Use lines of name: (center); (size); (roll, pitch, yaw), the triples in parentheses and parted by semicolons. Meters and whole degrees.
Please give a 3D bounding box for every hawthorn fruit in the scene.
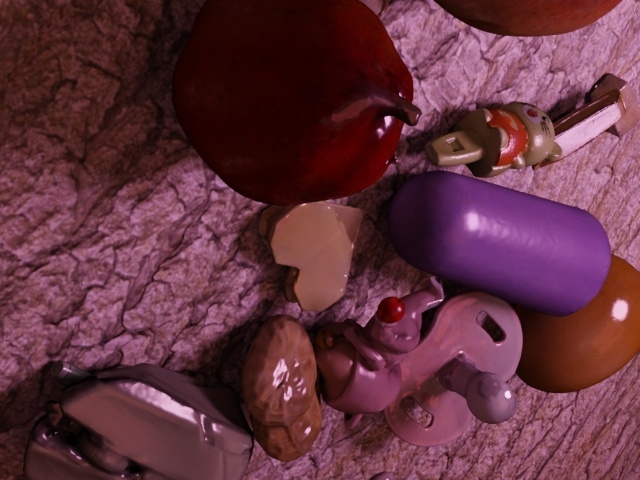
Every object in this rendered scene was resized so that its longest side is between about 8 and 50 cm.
hawthorn fruit: (-0.035, -0.177, 1.026); (0.295, 0.311, 0.295); (-2, 98, -11)

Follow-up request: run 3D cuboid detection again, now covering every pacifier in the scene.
pacifier: (0.260, 0.248, 1.591); (0.332, 0.273, 0.220); (-47, 152, -6)

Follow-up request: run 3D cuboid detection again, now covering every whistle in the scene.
whistle: (0.293, -0.170, 1.426); (0.288, 0.131, 0.106); (-14, 152, -34)

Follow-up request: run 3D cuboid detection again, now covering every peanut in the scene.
peanut: (-0.056, 0.238, 1.351); (0.196, 0.110, 0.233); (-75, 164, -48)

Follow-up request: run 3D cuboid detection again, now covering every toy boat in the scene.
toy boat: (0.466, -0.209, 1.561); (0.226, 0.088, 0.068); (-33, 112, -11)

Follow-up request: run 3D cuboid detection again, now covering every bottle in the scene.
bottle: (-0.336, 0.193, 1.179); (0.030, 0.030, 0.083); (-51, 135, -4)

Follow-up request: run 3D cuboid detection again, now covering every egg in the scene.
egg: (0.521, 0.168, 1.733); (0.322, 0.250, 0.250); (-44, 136, 3)

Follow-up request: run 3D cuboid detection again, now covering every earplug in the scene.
earplug: (0.298, -0.001, 1.485); (0.456, 0.215, 0.215); (14, 105, -40)

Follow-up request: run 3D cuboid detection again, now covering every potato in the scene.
potato: (0.572, -0.261, 1.653); (0.086, 0.061, 0.122); (-48, 135, -5)

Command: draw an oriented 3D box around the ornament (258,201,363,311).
ornament: (0.000, 0.000, 1.330); (0.180, 0.059, 0.201); (-38, 132, -20)

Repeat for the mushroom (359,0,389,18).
mushroom: (-0.012, -0.388, 1.044); (0.351, 0.109, 0.097); (40, 69, -46)

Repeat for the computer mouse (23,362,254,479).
computer mouse: (-0.229, 0.317, 1.241); (0.228, 0.145, 0.429); (-50, 142, 4)

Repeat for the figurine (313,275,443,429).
figurine: (0.079, 0.169, 1.412); (0.186, 0.176, 0.287); (25, 128, -14)

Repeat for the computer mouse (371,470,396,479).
computer mouse: (0.131, 0.524, 1.767); (0.066, 0.039, 0.096); (-21, 127, -30)

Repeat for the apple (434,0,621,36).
apple: (0.271, -0.440, 1.127); (0.338, 0.305, 0.338); (-10, 115, -22)
